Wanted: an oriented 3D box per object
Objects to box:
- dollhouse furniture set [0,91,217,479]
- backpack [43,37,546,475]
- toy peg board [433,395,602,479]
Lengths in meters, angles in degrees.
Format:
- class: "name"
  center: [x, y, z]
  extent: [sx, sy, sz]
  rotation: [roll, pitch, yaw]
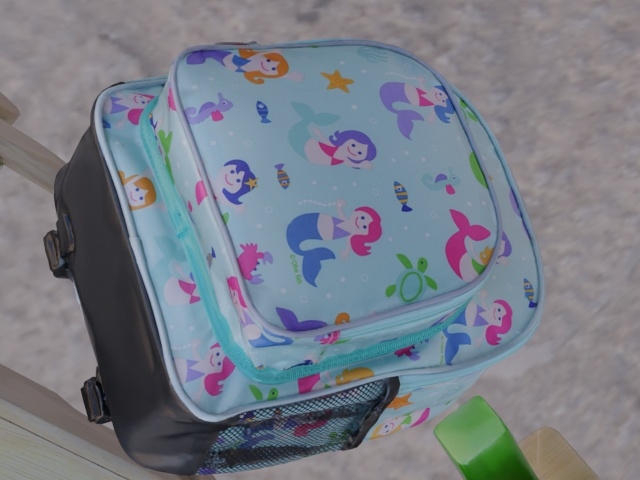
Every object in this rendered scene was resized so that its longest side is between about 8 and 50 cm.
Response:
- class: "dollhouse furniture set"
  center: [-0.279, 0.100, 1.320]
  extent: [0.362, 0.256, 0.394]
  rotation: [-52, 41, 4]
- class: "backpack"
  center: [0.000, 0.000, 1.057]
  extent: [0.191, 0.254, 0.225]
  rotation: [-47, 55, 49]
- class: "toy peg board"
  center: [0.041, 0.140, 0.546]
  extent: [0.161, 0.079, 0.160]
  rotation: [-38, 48, -3]
